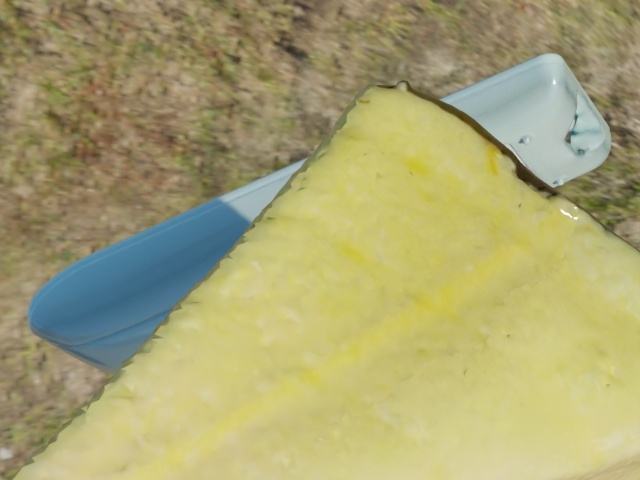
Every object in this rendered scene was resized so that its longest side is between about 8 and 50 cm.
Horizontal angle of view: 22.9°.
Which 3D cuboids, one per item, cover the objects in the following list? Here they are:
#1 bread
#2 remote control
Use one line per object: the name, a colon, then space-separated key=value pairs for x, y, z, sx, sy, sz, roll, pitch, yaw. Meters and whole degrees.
bread: x=-0.003 y=0.103 z=0.480 sx=0.163 sy=0.264 sz=0.168 roll=37 pitch=139 yaw=4
remote control: x=0.000 y=-0.001 z=0.778 sx=0.293 sy=0.103 sz=0.051 roll=-26 pitch=64 yaw=15
